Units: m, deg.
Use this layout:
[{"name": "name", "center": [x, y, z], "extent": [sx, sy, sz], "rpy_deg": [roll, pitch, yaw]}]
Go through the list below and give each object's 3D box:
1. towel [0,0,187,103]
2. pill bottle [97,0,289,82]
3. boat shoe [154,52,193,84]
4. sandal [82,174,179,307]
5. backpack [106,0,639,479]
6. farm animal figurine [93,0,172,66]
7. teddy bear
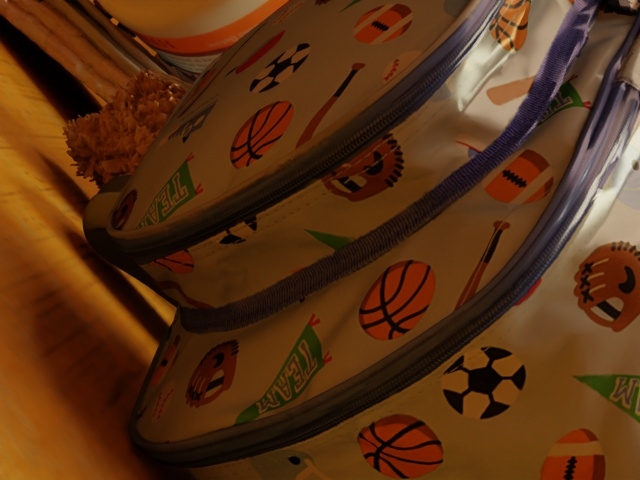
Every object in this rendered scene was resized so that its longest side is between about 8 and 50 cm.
[{"name": "towel", "center": [-0.122, -0.107, 1.497], "extent": [0.332, 0.053, 0.317], "rpy_deg": [40, 1, 20]}, {"name": "pill bottle", "center": [0.016, -0.170, 1.477], "extent": [0.392, 0.224, 0.224], "rpy_deg": [38, 9, -49]}, {"name": "boat shoe", "center": [-0.057, -0.057, 1.878], "extent": [0.324, 0.123, 0.116], "rpy_deg": [54, -6, -11]}, {"name": "sandal", "center": [0.002, 0.079, 0.969], "extent": [0.303, 0.086, 0.120], "rpy_deg": [31, -26, 3]}, {"name": "backpack", "center": [0.049, 0.006, 0.739], "extent": [0.213, 0.276, 0.263], "rpy_deg": [40, 39, -21]}, {"name": "farm animal figurine", "center": [-0.210, -0.317, 1.636], "extent": [0.330, 0.172, 0.327], "rpy_deg": [38, -1, -28]}, {"name": "teddy bear", "center": [0.000, 0.000, 1.165], "extent": [0.245, 0.113, 0.338], "rpy_deg": [27, 5, 25]}]
